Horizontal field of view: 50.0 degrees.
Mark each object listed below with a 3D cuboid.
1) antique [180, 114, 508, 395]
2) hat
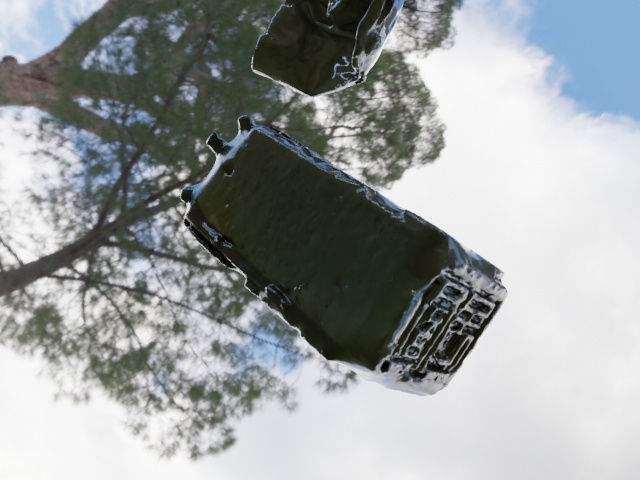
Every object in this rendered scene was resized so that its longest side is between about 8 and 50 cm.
[{"bbox_3d":[0.000,0.000,0.585,0.284,0.150,0.125,35,-85,34],"label":"antique"},{"bbox_3d":[0.034,-0.256,0.634,0.149,0.244,0.214,32,-39,7],"label":"hat"}]
